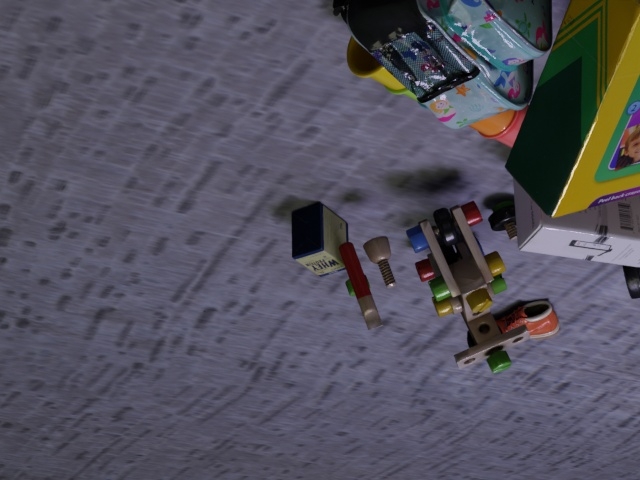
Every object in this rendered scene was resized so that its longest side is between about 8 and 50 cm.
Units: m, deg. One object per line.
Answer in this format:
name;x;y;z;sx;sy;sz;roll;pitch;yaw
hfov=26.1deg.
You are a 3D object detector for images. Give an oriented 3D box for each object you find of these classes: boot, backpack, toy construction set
boot;0.349;0.149;2.489;0.158;0.059;0.084;-16;146;7
backpack;0.158;-0.259;1.570;0.191;0.225;0.253;-16;141;28
toy construction set;0.198;0.091;2.116;0.309;0.237;0.257;-11;161;-22

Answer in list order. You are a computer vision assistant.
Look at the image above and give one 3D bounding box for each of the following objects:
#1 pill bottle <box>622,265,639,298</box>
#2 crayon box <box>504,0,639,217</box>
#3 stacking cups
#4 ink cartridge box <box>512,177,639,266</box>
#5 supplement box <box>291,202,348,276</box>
pill bottle;0.600;0.029;2.213;0.219;0.122;0.123;-12;149;18
crayon box;0.424;-0.205;1.598;0.363;0.106;0.313;-15;141;-29
stacking cups;0.172;-0.195;1.820;0.096;0.096;0.316;-26;143;36
ink cartridge box;0.392;-0.053;2.030;0.203;0.148;0.086;8;151;-15
supplement box;0.000;0.000;2.170;0.056;0.083;0.083;-17;148;28
